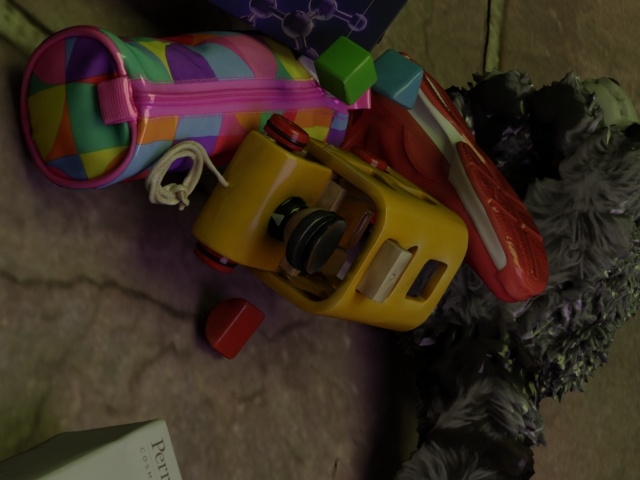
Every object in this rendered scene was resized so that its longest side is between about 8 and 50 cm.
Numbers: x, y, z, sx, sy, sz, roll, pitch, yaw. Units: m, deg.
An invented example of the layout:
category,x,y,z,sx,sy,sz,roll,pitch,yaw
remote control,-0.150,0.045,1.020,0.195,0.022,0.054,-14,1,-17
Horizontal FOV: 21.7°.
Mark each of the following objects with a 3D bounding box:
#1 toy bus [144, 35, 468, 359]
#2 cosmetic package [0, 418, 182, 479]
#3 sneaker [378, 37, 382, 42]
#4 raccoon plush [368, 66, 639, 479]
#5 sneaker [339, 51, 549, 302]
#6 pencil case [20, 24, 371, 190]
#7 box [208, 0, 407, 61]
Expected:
category,x,y,z,sx,sy,sz,roll,pitch,yaw
toy bus,0.009,-0.003,1.017,0.202,0.104,0.191,-36,146,-29
cosmetic package,-0.159,0.179,0.839,0.231,0.085,0.117,-24,99,-54
sneaker,0.016,-0.218,1.219,0.094,0.153,0.235,17,21,-19
raccoon plush,0.153,0.069,1.298,0.446,0.216,0.299,-63,151,-5
sneaker,0.063,-0.017,1.154,0.087,0.128,0.221,36,22,-45
pencil case,-0.074,-0.085,1.026,0.236,0.104,0.104,-13,90,-53
box,0.012,-0.256,1.005,0.184,0.261,0.103,26,29,-19
